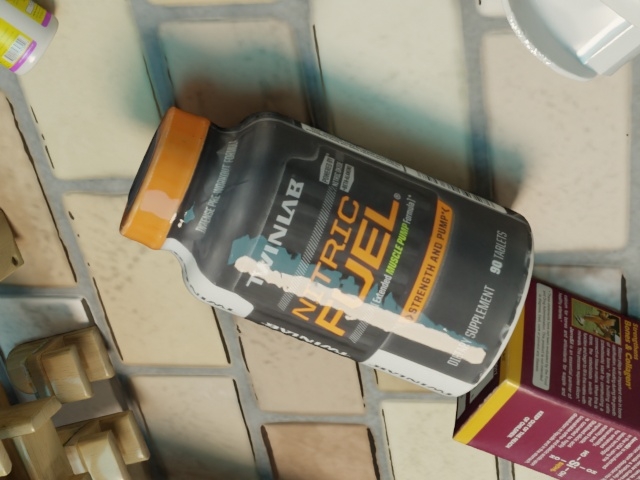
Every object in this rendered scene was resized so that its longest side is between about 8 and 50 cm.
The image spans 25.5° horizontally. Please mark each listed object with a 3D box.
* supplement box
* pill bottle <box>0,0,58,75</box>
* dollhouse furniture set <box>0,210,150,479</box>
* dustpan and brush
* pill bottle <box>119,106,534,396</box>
[{"bbox_3d":[0.195,0.112,0.990,0.188,0.104,0.081,22,135,-11],"label":"supplement box"},{"bbox_3d":[-0.204,-0.139,0.855,0.083,0.043,0.043,34,131,-22],"label":"pill bottle"},{"bbox_3d":[-0.272,0.123,1.023,0.161,0.212,0.242,-15,104,22],"label":"dollhouse furniture set"},{"bbox_3d":[0.131,-0.163,0.752,0.211,0.060,0.147,32,132,-23],"label":"dustpan and brush"},{"bbox_3d":[0.000,0.000,0.896,0.245,0.130,0.130,21,135,-11],"label":"pill bottle"}]
